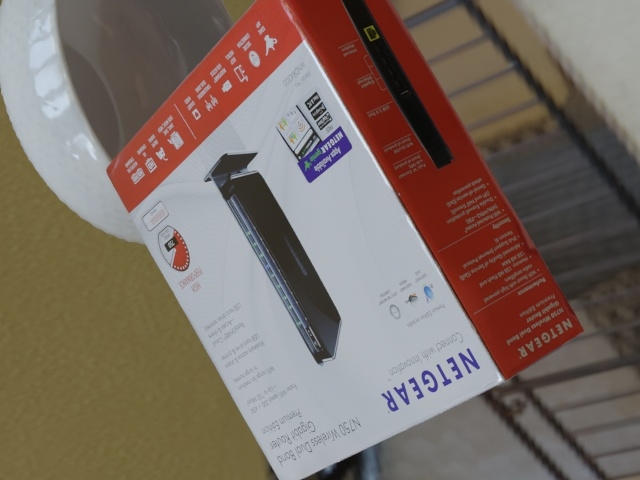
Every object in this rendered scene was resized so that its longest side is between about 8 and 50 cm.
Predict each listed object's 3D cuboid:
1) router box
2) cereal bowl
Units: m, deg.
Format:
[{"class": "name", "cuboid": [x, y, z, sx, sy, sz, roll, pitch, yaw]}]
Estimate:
[{"class": "router box", "cuboid": [0.000, 0.000, 1.188, 0.082, 0.335, 0.301, -27, -96, -33]}, {"class": "cereal bowl", "cuboid": [-0.204, -0.148, 1.599, 0.339, 0.141, 0.339, 41, -140, -46]}]
